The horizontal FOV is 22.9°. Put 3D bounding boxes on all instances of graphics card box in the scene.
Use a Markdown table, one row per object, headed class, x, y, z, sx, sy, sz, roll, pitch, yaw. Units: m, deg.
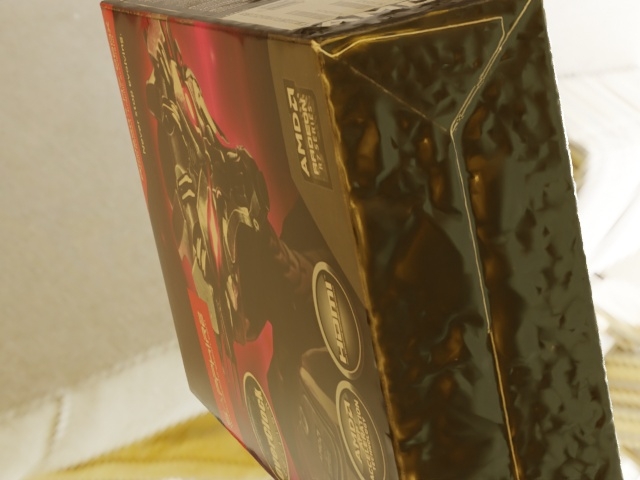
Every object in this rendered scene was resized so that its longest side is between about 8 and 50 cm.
| class | x | y | z | sx | sy | sz | roll | pitch | yaw |
| --- | --- | --- | --- | --- | --- | --- | --- | --- | --- |
| graphics card box | 0.000 | 0.000 | 0.713 | 0.094 | 0.371 | 0.232 | -16 | 105 | -17 |
